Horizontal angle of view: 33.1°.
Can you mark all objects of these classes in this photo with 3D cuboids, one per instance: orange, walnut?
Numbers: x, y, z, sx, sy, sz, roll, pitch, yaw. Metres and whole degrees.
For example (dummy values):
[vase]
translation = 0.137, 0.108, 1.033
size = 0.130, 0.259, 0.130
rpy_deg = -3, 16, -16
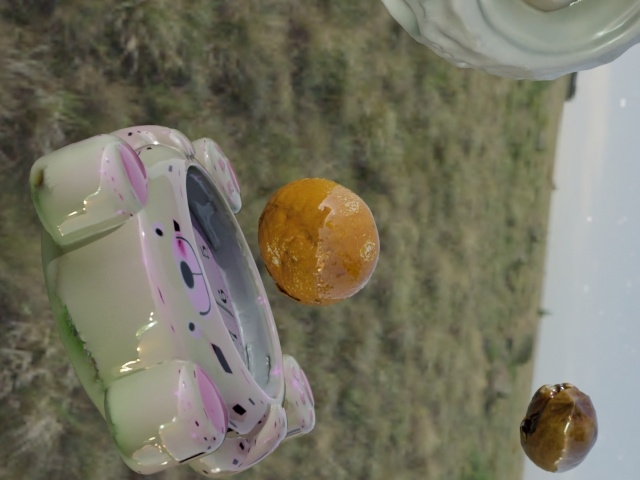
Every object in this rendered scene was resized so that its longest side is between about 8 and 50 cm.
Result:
[orange]
translation = 0.000, 0.000, 1.601
size = 0.161, 0.193, 0.193
rpy_deg = -22, 124, -38
[walnut]
translation = 0.340, 0.265, 1.534
size = 0.207, 0.115, 0.116
rpy_deg = 86, 14, -64

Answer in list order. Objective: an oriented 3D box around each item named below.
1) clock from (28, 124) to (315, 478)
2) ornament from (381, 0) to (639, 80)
[clock]
translation = -0.110, 0.047, 0.849
size = 0.309, 0.114, 0.284
rpy_deg = 19, 52, -81
[ornament]
translation = 0.191, -0.318, 0.953
size = 0.337, 0.337, 0.337
rpy_deg = 6, 90, -79
